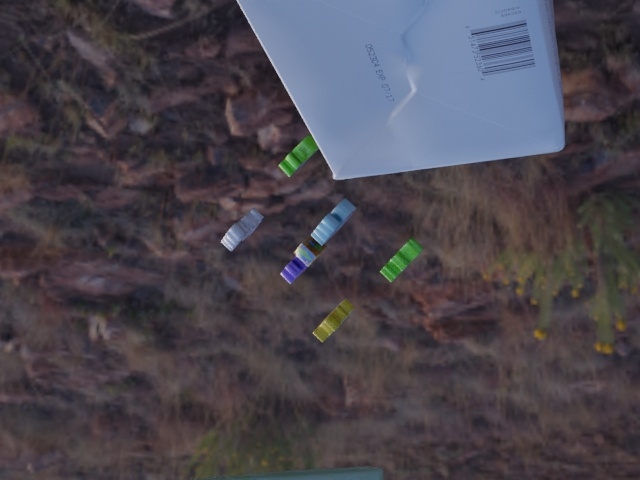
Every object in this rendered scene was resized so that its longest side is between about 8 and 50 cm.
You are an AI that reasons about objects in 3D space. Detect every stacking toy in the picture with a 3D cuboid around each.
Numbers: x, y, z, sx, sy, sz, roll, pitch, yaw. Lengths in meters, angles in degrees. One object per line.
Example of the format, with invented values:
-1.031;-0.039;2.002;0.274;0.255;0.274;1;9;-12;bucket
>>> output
0.000;0.000;1.017;0.167;0.052;0.221;44;139;2;stacking toy

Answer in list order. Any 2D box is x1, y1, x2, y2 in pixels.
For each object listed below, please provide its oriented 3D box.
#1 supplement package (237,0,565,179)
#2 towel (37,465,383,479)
0.053;-0.178;0.543;0.149;0.203;0.194;-6;148;17;supplement package
-0.079;0.315;0.608;0.248;0.324;0.038;0;178;-11;towel
